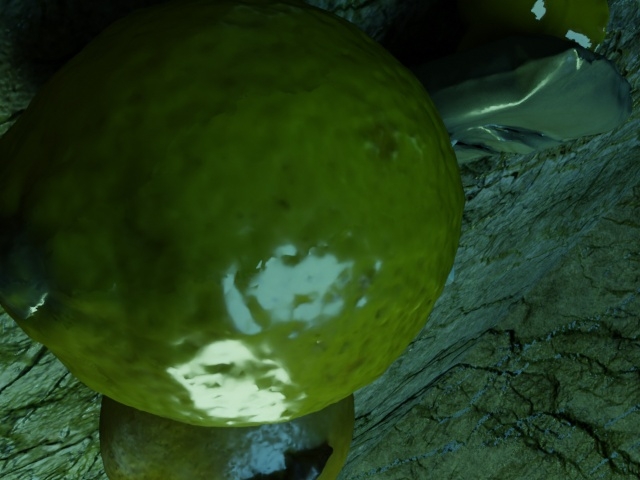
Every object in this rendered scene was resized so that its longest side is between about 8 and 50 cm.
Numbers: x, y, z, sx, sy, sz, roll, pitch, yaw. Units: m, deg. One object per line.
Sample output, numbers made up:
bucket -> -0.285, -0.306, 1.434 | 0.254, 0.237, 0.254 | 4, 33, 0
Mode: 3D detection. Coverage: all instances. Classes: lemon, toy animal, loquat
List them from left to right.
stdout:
lemon -> -0.071, -0.022, 0.524 | 0.387, 0.350, 0.349 | -20, 146, -56
loquat -> -0.104, 0.231, 0.826 | 0.329, 0.359, 0.328 | -11, 122, -19
toy animal -> 0.268, -0.269, 0.815 | 0.230, 0.156, 0.156 | 2, 129, -42

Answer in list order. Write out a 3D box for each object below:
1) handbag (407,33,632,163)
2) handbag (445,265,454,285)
handbag -> 0.192, -0.157, 0.773 | 0.316, 0.109, 0.253 | -10, 171, 41
handbag -> 0.000, 0.000, 0.796 | 0.298, 0.151, 0.171 | -14, 159, 16
